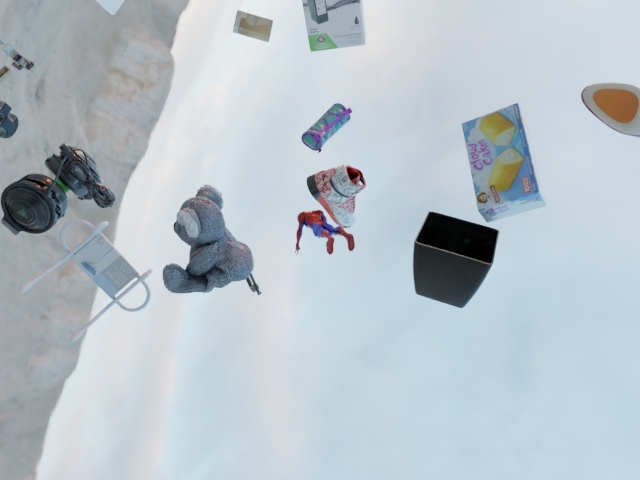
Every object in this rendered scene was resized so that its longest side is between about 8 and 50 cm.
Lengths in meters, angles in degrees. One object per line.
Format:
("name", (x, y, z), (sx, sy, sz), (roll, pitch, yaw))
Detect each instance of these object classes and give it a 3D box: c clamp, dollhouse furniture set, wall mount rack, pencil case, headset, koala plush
("c clamp", (-0.227, 0.106, 1.875), (0.160, 0.022, 0.137), (64, -18, 8))
("dollhouse furniture set", (-0.797, -0.440, 1.473), (0.091, 0.081, 0.114), (34, -106, 28))
("wall mount rack", (-0.693, 0.116, 1.762), (0.304, 0.350, 0.130), (-42, -170, -6))
("pencil case", (0.017, -0.300, 1.548), (0.070, 0.064, 0.151), (-9, -146, 53))
("headset", (-0.608, -0.107, 1.388), (0.394, 0.185, 0.243), (-20, -152, 53))
("koala plush", (-0.271, -0.009, 1.392), (0.196, 0.204, 0.221), (-59, 144, -58))

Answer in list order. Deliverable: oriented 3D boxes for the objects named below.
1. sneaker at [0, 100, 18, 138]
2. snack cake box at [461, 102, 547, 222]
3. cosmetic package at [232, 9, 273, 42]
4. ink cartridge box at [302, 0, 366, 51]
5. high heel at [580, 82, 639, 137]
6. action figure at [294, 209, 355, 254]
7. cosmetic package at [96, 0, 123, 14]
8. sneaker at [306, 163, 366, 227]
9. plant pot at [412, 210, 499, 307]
("sneaker", (-0.972, -0.400, 1.563), (0.330, 0.146, 0.122), (76, 33, -58))
("snack cake box", (0.458, -0.195, 1.474), (0.152, 0.089, 0.264), (-17, -118, 27))
("cosmetic package", (-0.207, -0.658, 1.799), (0.041, 0.115, 0.060), (133, -34, -70))
("ink cartridge box", (0.042, -0.802, 1.987), (0.114, 0.199, 0.272), (-83, 165, -49))
("high heel", (0.581, -0.228, 1.070), (0.117, 0.244, 0.082), (-65, 171, -75))
("action figure", (0.000, 0.000, 1.616), (0.280, 0.092, 0.138), (-134, -138, -59))
("cosmetic package", (-0.394, -0.450, 0.757), (0.097, 0.284, 0.377), (-54, -164, 4))
("sneaker", (0.084, -0.131, 1.763), (0.145, 0.270, 0.090), (-20, -126, 22))
("plant pot", (0.328, 0.056, 1.478), (0.188, 0.188, 0.166), (-53, 157, -55))
